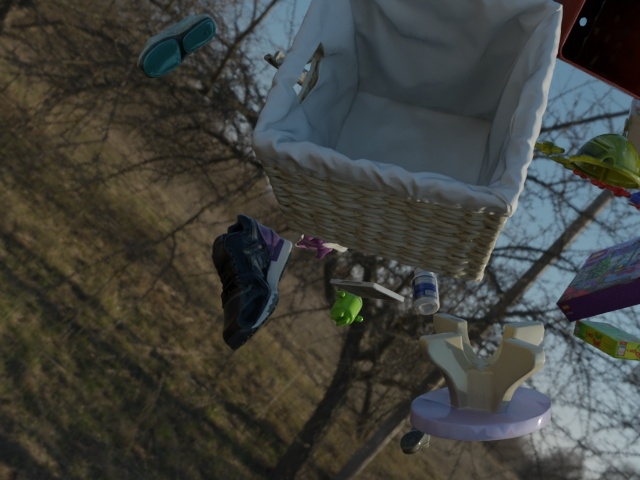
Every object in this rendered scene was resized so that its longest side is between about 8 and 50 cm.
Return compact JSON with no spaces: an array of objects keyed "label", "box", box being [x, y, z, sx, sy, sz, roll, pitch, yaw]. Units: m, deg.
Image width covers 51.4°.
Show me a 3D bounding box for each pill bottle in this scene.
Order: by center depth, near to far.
[{"label":"pill bottle","box":[0.272,0.127,1.728,0.067,0.067,0.120,46,33,-36]}]

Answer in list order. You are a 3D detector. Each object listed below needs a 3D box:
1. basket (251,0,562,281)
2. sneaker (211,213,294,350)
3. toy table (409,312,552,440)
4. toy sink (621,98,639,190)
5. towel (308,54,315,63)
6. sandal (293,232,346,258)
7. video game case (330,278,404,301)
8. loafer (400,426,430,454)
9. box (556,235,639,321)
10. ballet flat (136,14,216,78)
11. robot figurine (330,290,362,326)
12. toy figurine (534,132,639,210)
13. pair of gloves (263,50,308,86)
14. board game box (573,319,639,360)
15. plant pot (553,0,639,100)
[{"label":"basket","box":[0.120,-0.155,0.926,0.331,0.328,0.266,15,-25,11]},{"label":"sneaker","box":[-0.136,0.059,1.078,0.124,0.107,0.283,39,26,-15]},{"label":"toy table","box":[0.279,0.228,1.141,0.274,0.161,0.252,-5,10,-39]},{"label":"toy sink","box":[0.776,-0.251,1.556,0.131,0.234,0.153,19,35,16]},{"label":"towel","box":[-0.022,-0.516,1.790,0.023,0.113,0.152,43,-22,-25]},{"label":"sandal","box":[0.016,0.000,1.808,0.169,0.102,0.416,0,-8,-6]},{"label":"video game case","box":[0.088,0.095,1.271,0.087,0.011,0.122,27,-16,-36]},{"label":"loafer","box":[0.232,0.472,1.569,0.148,0.056,0.050,-18,96,-60]},{"label":"box","box":[0.649,0.058,1.359,0.057,0.201,0.293,53,-35,-4]},{"label":"ballet flat","box":[-0.222,-0.288,0.984,0.052,0.168,0.057,21,-45,25]},{"label":"robot figurine","box":[0.071,0.181,1.792,0.101,0.067,0.115,52,39,-11]},{"label":"toy figurine","box":[0.530,-0.162,1.040,0.362,0.217,0.191,21,14,-33]},{"label":"pair of gloves","box":[-0.013,-0.327,1.384,0.204,0.042,0.240,30,10,-26]},{"label":"board game box","box":[0.699,0.239,1.598,0.092,0.043,0.181,8,8,-9]},{"label":"plant pot","box":[0.596,-0.487,1.431,0.267,0.267,0.236,17,15,-24]}]
